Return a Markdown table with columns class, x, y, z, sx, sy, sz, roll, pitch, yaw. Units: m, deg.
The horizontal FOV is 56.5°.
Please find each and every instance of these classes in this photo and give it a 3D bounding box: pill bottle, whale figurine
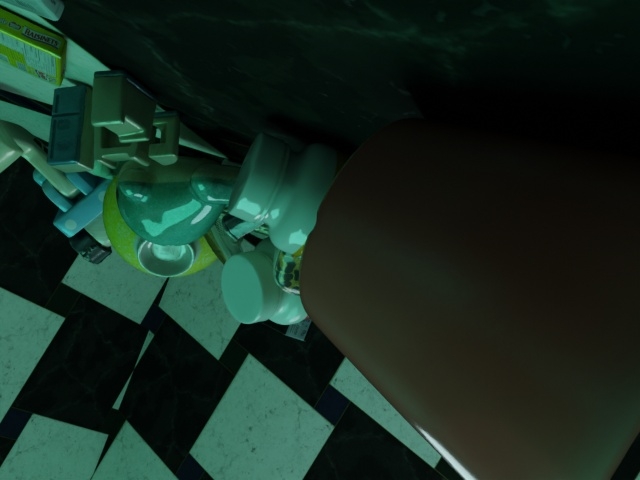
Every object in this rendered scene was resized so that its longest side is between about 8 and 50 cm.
| class | x | y | z | sx | sy | sz | roll | pitch | yaw |
| --- | --- | --- | --- | --- | --- | --- | --- | --- | --- |
| pill bottle | 0.022 | -0.034 | 0.711 | 0.245 | 0.137 | 0.136 | 22 | 175 | -17 |
| pill bottle | -0.031 | 0.068 | 1.184 | 0.318 | 0.177 | 0.176 | -10 | -162 | -42 |
| whale figurine | -0.209 | -0.060 | 0.933 | 0.216 | 0.141 | 0.272 | 3 | 179 | -41 |

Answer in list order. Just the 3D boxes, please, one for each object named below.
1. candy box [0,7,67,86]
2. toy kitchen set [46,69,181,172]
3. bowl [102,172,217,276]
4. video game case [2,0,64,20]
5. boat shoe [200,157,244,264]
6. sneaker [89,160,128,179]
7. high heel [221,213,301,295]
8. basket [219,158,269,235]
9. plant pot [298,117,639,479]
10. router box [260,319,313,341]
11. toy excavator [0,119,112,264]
| class | x | y | z | sx | sy | sz | roll | pitch | yaw |
| --- | --- | --- | --- | --- | --- | --- | --- | --- | --- |
| candy box | -0.365 | -0.234 | 0.722 | 0.105 | 0.027 | 0.206 | 20 | 176 | -24 |
| toy kitchen set | -0.306 | -0.179 | 0.800 | 0.207 | 0.122 | 0.166 | -2 | 168 | 16 |
| bowl | -0.321 | -0.016 | 1.263 | 0.289 | 0.289 | 0.156 | 22 | -149 | -25 |
| video game case | -0.317 | -0.244 | 0.450 | 0.190 | 0.022 | 0.173 | 21 | 176 | 0 |
| boat shoe | -0.188 | -0.035 | 1.180 | 0.098 | 0.096 | 0.277 | 25 | 146 | 56 |
| sneaker | -0.407 | -0.161 | 1.319 | 0.151 | 0.094 | 0.256 | 26 | -175 | 2 |
| high heel | 0.000 | 0.000 | 0.921 | 0.186 | 0.093 | 0.261 | -27 | 135 | 24 |
| basket | -0.101 | -0.065 | 1.068 | 0.167 | 0.103 | 0.113 | 18 | 176 | 20 |
| plant pot | 0.134 | 0.039 | 0.448 | 0.243 | 0.275 | 0.275 | 30 | -179 | 30 |
| router box | -0.084 | 0.108 | 1.727 | 0.081 | 0.309 | 0.242 | 25 | 174 | -37 |
| toy excavator | -0.609 | -0.158 | 1.407 | 0.445 | 0.222 | 0.433 | 48 | -172 | -26 |
